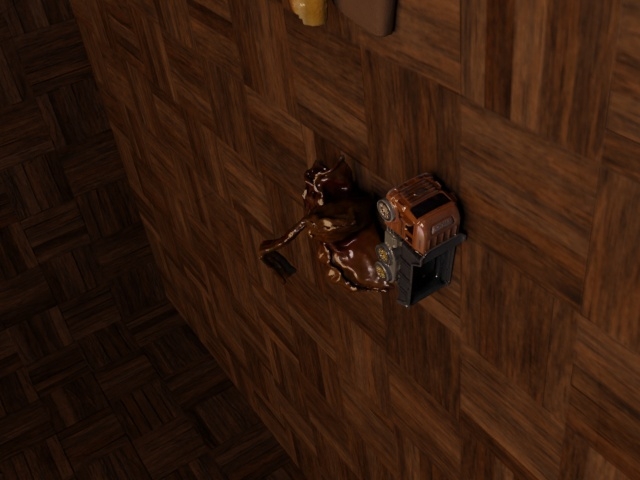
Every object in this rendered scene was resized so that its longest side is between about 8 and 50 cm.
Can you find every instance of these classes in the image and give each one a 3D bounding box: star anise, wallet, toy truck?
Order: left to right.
[{"bbox_3d":[0.007,-0.003,1.198,0.346,0.148,0.237,-33,82,58],"label":"star anise"},{"bbox_3d":[0.048,-0.327,0.884,0.118,0.039,0.152,45,153,33],"label":"wallet"},{"bbox_3d":[0.133,0.006,1.009,0.092,0.083,0.192,48,155,35],"label":"toy truck"}]

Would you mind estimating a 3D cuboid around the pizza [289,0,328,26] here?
[{"bbox_3d":[-0.031,-0.401,0.923,0.134,0.056,0.271,-135,32,-84],"label":"pizza"}]
